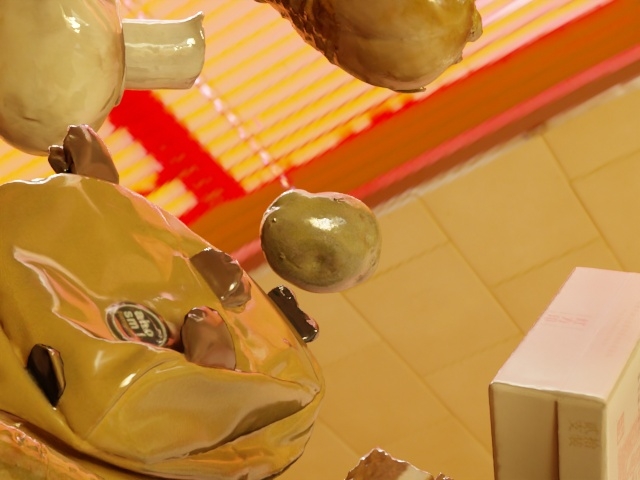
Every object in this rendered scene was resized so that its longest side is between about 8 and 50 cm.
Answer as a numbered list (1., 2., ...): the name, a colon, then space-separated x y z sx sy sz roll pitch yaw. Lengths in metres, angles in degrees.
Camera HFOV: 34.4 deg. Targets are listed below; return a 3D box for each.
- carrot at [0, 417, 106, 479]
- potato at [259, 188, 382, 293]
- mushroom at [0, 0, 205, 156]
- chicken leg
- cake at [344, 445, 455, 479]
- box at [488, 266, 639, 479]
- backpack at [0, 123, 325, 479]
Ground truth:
1. carrot: -0.159 0.165 0.634 0.078 0.298 0.078 -42 -152 28
2. potato: 0.000 0.000 1.782 0.160 0.235 0.178 4 -108 53
3. mushroom: -0.327 -0.272 1.494 0.314 0.336 0.314 178 -90 -65
4. chicken leg: 0.020 -0.321 1.120 0.409 0.182 0.295 20 -101 35
5. cake: 0.120 0.440 1.212 0.290 0.256 0.282 12 -132 43
6. box: 0.144 0.132 0.548 0.058 0.201 0.141 6 -155 30
7. backpack: -0.161 0.085 0.957 0.201 0.378 0.353 -48 -118 19
